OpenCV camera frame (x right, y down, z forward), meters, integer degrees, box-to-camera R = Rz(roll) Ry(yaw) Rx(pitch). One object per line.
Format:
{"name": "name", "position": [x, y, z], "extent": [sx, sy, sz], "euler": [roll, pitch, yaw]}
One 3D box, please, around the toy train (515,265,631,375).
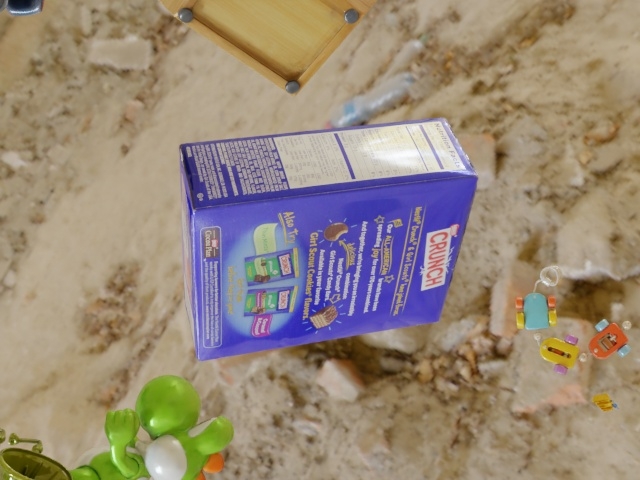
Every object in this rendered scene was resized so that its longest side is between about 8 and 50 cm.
{"name": "toy train", "position": [0.360, 0.123, 1.422], "extent": [0.125, 0.046, 0.166], "euler": [-43, 74, 2]}

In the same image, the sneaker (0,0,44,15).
{"name": "sneaker", "position": [-0.415, -0.314, 1.059], "extent": [0.131, 0.350, 0.148], "euler": [-2, 94, 28]}

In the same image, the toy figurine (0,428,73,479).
{"name": "toy figurine", "position": [-0.587, 0.384, 1.481], "extent": [0.191, 0.363, 0.217], "euler": [20, 83, 52]}

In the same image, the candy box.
{"name": "candy box", "position": [0.000, 0.000, 1.162], "extent": [0.268, 0.317, 0.122], "euler": [97, 162, -47]}

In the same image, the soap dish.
{"name": "soap dish", "position": [-0.082, -0.381, 1.568], "extent": [0.229, 0.291, 0.118], "euler": [-45, 27, 27]}

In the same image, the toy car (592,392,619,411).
{"name": "toy car", "position": [0.417, 0.181, 1.304], "extent": [0.122, 0.040, 0.060], "euler": [-28, 37, 17]}

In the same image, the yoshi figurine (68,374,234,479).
{"name": "yoshi figurine", "position": [-0.332, 0.345, 1.659], "extent": [0.362, 0.203, 0.203], "euler": [-23, 31, -3]}
